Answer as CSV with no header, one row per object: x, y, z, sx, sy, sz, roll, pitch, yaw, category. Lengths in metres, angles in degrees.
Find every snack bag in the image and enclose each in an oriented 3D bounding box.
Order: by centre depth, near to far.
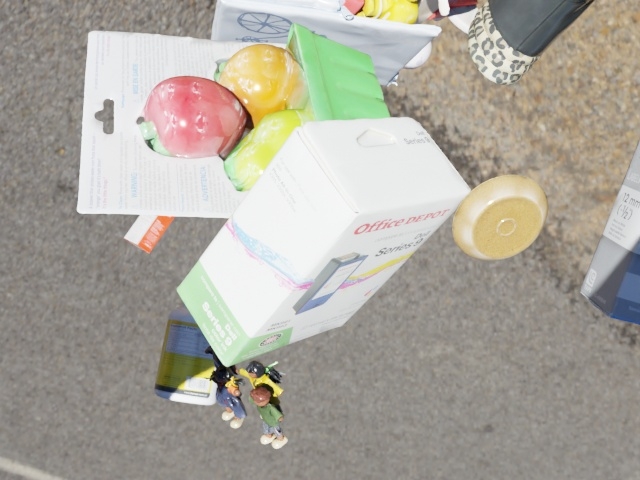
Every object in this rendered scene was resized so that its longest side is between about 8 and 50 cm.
-0.004,-0.322,1.301,0.343,0.037,0.323,5,175,-9,snack bag

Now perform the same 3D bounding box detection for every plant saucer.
0.151,-0.014,0.663,0.084,0.015,0.083,-6,124,-9,plant saucer

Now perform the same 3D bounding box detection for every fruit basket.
-0.099,-0.133,0.961,0.353,0.327,0.165,-3,138,-11,fruit basket

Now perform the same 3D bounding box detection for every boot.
0.213,-0.260,0.730,0.085,0.236,0.178,31,133,-13,boot

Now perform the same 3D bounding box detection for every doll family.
-0.105,0.194,1.092,0.193,0.076,0.111,14,132,37,doll family

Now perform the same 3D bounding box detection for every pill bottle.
-0.201,0.167,1.299,0.103,0.184,0.103,10,171,2,pill bottle

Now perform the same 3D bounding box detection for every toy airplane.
0.189,-0.468,1.653,0.385,0.272,0.386,-10,160,12,toy airplane

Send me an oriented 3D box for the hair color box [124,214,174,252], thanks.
-0.390,-0.045,1.884,0.072,0.141,0.043,21,164,47,hair color box

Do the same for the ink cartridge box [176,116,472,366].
0.000,0.000,0.682,0.154,0.093,0.212,-13,150,-47,ink cartridge box

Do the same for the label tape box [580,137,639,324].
0.537,-0.039,1.075,0.249,0.115,0.347,16,105,-8,label tape box
